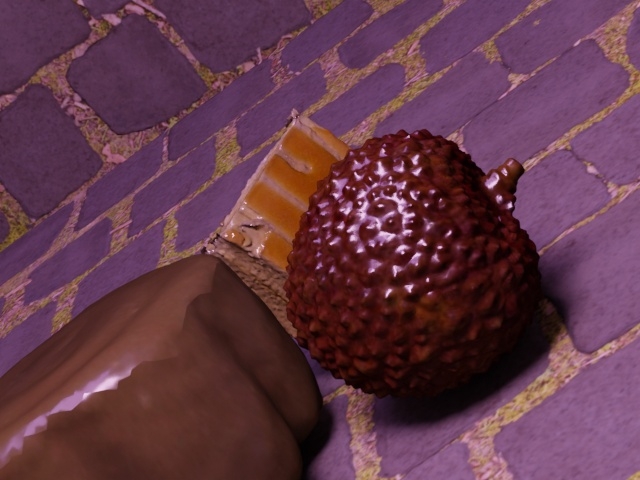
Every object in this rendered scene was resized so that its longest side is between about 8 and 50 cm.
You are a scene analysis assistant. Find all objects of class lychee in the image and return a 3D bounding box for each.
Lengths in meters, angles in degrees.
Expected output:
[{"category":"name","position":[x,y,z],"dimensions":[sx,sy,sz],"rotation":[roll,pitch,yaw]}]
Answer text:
[{"category":"lychee","position":[0.100,0.023,1.682],"dimensions":[0.304,0.276,0.275],"rotation":[-45,19,10]}]

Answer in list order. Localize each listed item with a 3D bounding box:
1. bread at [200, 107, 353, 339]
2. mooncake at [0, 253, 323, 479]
[{"category":"bread","position":[0.000,0.000,1.906],"dimensions":[0.111,0.246,0.239],"rotation":[-41,13,45]},{"category":"mooncake","position":[-0.232,0.233,1.782],"dimensions":[0.467,0.262,0.467],"rotation":[-36,14,10]}]
